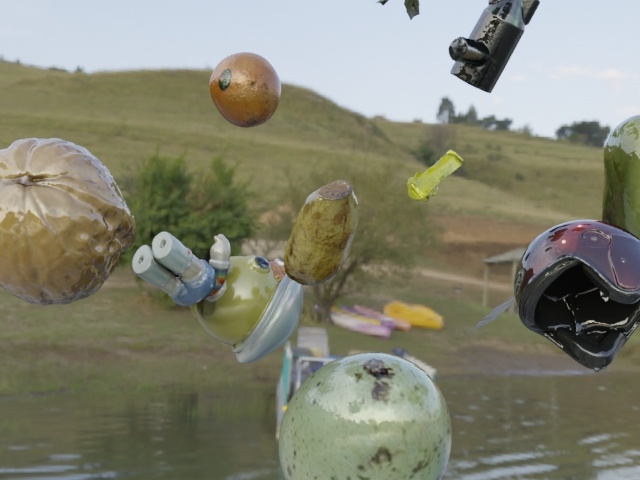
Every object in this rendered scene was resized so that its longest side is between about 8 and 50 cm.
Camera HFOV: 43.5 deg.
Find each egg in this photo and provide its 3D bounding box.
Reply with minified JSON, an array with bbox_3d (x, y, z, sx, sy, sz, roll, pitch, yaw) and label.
[{"bbox_3d":[0.077,0.336,1.370,0.287,0.288,0.379,5,-39,-22],"label":"egg"}]

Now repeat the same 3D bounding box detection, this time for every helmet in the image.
[{"bbox_3d":[0.388,0.067,1.169,0.215,0.193,0.189,-1,-45,-6],"label":"helmet"}]

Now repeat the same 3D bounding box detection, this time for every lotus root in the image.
[{"bbox_3d":[0.000,0.000,1.334,0.110,0.097,0.258,-18,-29,-24],"label":"lotus root"}]

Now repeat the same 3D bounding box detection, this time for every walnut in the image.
[{"bbox_3d":[-0.323,-0.020,0.964,0.213,0.213,0.213,4,-3,0],"label":"walnut"}]

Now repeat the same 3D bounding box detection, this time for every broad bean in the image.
[{"bbox_3d":[0.586,-0.087,1.464,0.119,0.291,0.238,-6,36,4],"label":"broad bean"}]

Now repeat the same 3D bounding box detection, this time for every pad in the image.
[{"bbox_3d":[0.436,0.180,2.004,0.113,0.006,0.188,-24,-19,-26],"label":"pad"}]

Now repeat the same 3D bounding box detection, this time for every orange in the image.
[{"bbox_3d":[-0.201,-0.405,2.161,0.206,0.206,0.206,4,-3,0],"label":"orange"}]

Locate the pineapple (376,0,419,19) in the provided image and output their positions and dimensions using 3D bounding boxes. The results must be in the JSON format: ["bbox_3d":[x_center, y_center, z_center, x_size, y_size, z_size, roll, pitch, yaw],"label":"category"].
[{"bbox_3d":[0.186,-0.552,1.528,0.130,0.119,0.277,-24,-20,-25],"label":"pineapple"}]

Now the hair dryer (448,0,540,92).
[{"bbox_3d":[0.376,-0.470,1.827,0.116,0.244,0.302,31,21,16],"label":"hair dryer"}]

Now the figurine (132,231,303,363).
[{"bbox_3d":[-0.200,0.118,1.545,0.381,0.205,0.224,18,-54,-39],"label":"figurine"}]

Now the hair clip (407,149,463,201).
[{"bbox_3d":[0.266,-0.152,1.916,0.072,0.173,0.046,43,-28,6],"label":"hair clip"}]
